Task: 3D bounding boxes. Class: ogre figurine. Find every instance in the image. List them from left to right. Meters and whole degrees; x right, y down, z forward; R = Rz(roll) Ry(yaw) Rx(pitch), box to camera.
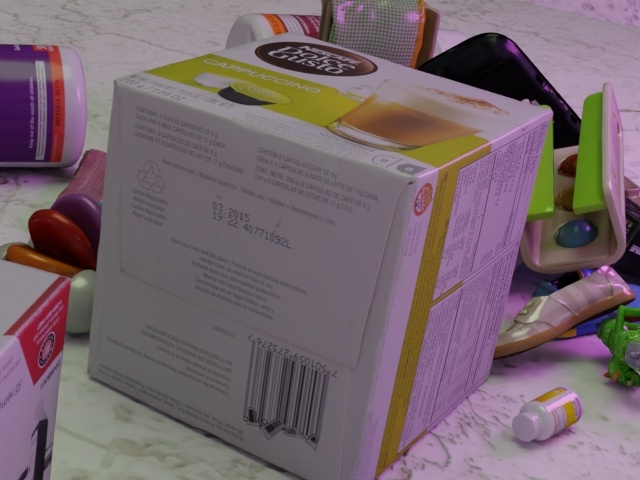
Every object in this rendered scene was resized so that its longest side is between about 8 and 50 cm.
[{"bbox_3d":[0.396,0.127,1.403,0.118,0.097,0.197,13,28,-6],"label":"ogre figurine"}]

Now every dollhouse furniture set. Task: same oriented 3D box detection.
[{"bbox_3d":[0.099,-0.210,1.797,0.197,0.301,0.151,-4,24,-31],"label":"dollhouse furniture set"}]

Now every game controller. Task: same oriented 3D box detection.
[{"bbox_3d":[0.283,-0.178,1.772,0.319,0.166,0.067,41,31,-34],"label":"game controller"}]

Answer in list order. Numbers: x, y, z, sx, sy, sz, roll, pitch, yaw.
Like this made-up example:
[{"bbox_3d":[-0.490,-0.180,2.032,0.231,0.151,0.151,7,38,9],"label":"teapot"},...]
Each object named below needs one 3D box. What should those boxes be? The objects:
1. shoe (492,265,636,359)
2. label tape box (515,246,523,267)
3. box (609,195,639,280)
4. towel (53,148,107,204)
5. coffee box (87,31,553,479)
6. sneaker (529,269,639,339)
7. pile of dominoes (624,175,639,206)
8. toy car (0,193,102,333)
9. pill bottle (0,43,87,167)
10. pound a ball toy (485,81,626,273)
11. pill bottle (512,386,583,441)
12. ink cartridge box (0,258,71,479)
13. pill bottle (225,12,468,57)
[{"bbox_3d":[0.279,0.087,1.433,0.219,0.058,0.076,-21,-10,-24],"label":"shoe"},{"bbox_3d":[0.165,-0.042,1.656,0.347,0.115,0.249,22,19,-21],"label":"label tape box"},{"bbox_3d":[0.415,-0.018,1.675,0.147,0.077,0.180,19,19,-39],"label":"box"},{"bbox_3d":[-0.195,-0.084,1.666,0.329,0.037,0.237,-4,25,3],"label":"towel"},{"bbox_3d":[0.000,0.000,1.257,0.337,0.338,0.334,21,27,25],"label":"coffee box"},{"bbox_3d":[0.357,0.070,1.535,0.209,0.082,0.069,-6,26,-32],"label":"sneaker"},{"bbox_3d":[0.394,-0.059,1.916,0.251,0.040,0.196,-8,28,-15],"label":"pile of dominoes"},{"bbox_3d":[-0.290,0.014,1.378,0.159,0.136,0.182,18,26,22],"label":"toy car"},{"bbox_3d":[-0.507,-0.193,1.710,0.323,0.181,0.181,-1,26,-21],"label":"pill bottle"},{"bbox_3d":[0.293,-0.085,1.570,0.208,0.136,0.319,-10,33,19],"label":"pound a ball toy"},{"bbox_3d":[0.242,0.188,1.280,0.083,0.043,0.043,-16,34,-43],"label":"pill bottle"},{"bbox_3d":[-0.282,0.171,0.875,0.114,0.273,0.197,15,25,6],"label":"ink cartridge box"},{"bbox_3d":[0.051,-0.263,2.000,0.392,0.224,0.224,-3,26,-22],"label":"pill bottle"}]
